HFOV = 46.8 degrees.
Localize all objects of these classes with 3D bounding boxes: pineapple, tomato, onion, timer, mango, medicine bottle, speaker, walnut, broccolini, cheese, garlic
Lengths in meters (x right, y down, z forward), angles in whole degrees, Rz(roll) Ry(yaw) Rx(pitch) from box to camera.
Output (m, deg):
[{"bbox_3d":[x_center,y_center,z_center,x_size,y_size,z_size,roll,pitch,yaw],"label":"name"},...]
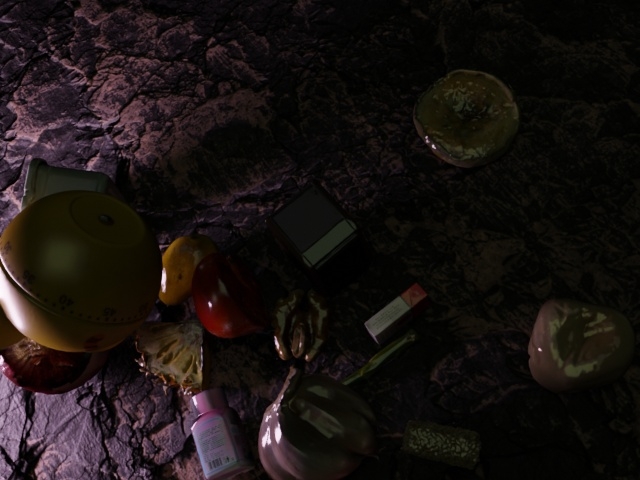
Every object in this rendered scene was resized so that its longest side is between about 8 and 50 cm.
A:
[{"bbox_3d":[-0.333,0.263,1.751,0.236,0.114,0.186,38,80,11],"label":"pineapple"},{"bbox_3d":[-0.223,0.139,1.705,0.140,0.233,0.200,-33,71,12],"label":"tomato"},{"bbox_3d":[-0.643,0.230,1.782,0.272,0.195,0.271,0,89,-22],"label":"onion"},{"bbox_3d":[-0.526,0.092,1.564,0.376,0.376,0.387,45,117,22],"label":"timer"},{"bbox_3d":[-0.330,0.072,1.816,0.137,0.098,0.195,28,82,15],"label":"mango"},{"bbox_3d":[-0.225,0.430,1.647,0.094,0.119,0.188,-25,68,5],"label":"medicine bottle"},{"bbox_3d":[0.000,0.000,1.705,0.153,0.231,0.192,-39,68,-5],"label":"speaker"},{"bbox_3d":[-0.045,0.199,1.727,0.143,0.069,0.170,4,72,11],"label":"walnut"},{"bbox_3d":[0.050,0.306,1.663,0.392,0.074,0.078,-36,74,-2],"label":"broccolini"},{"bbox_3d":[0.549,0.217,1.580,0.235,0.117,0.218,-36,66,-7],"label":"cheese"},{"bbox_3d":[-0.008,0.415,1.578,0.292,0.210,0.237,46,60,-1],"label":"garlic"}]

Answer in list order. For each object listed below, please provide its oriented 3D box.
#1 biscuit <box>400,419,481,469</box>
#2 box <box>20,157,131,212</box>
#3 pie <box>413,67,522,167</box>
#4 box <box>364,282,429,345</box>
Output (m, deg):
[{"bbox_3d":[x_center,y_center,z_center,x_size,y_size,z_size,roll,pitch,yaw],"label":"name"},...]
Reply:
[{"bbox_3d":[0.258,0.432,1.582,0.169,0.070,0.082,11,81,13],"label":"biscuit"},{"bbox_3d":[-0.579,-0.067,1.810,0.183,0.312,0.175,2,70,3],"label":"box"},{"bbox_3d":[0.364,-0.307,1.845,0.274,0.055,0.274,-3,69,9],"label":"pie"},{"bbox_3d":[0.175,0.168,1.679,0.152,0.100,0.048,-36,70,-3],"label":"box"}]
